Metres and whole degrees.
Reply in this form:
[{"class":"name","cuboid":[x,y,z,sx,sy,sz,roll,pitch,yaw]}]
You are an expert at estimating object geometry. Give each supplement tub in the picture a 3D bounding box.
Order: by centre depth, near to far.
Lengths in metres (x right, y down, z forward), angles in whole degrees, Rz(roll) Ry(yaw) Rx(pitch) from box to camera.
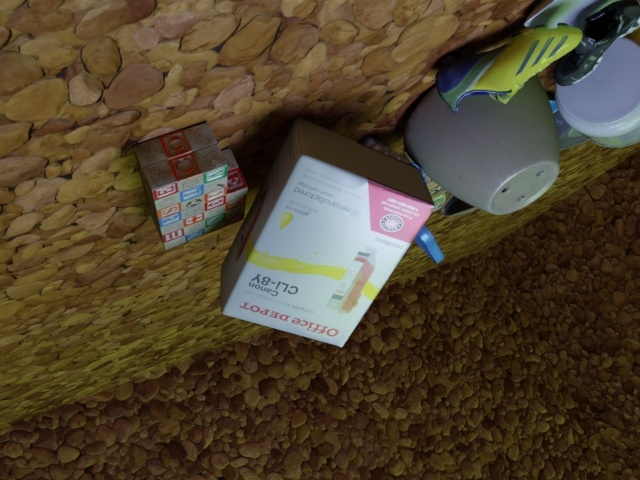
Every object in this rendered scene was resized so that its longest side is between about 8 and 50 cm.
[{"class":"supplement tub","cuboid":[0.705,-0.357,1.597,0.235,0.235,0.325,-33,165,27]}]

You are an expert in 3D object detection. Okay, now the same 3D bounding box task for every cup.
[{"class":"cup","cuboid":[0.380,-0.198,1.435,0.331,0.236,0.331,-19,149,-12]}]

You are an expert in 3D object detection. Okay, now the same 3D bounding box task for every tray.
[{"class":"tray","cuboid":[0.502,-0.457,1.293,0.145,0.030,0.270,-37,163,35]}]

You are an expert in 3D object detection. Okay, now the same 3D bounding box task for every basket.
[{"class":"basket","cuboid":[0.168,-0.075,1.505,0.201,0.289,0.255,-45,157,0]}]

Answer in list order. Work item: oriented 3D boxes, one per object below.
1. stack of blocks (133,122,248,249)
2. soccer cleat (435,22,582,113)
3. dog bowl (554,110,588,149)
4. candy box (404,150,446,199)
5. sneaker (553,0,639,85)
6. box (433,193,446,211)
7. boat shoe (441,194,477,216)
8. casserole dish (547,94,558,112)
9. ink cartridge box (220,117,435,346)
[{"class":"stack of blocks","cuboid":[-0.227,-0.096,1.197,0.171,0.087,0.297,-22,166,-15]},{"class":"soccer cleat","cuboid":[0.367,-0.328,1.272,0.289,0.121,0.093,-18,174,3]},{"class":"dog bowl","cuboid":[0.820,-0.401,1.924,0.349,0.102,0.348,-25,167,-6]},{"class":"candy box","cuboid":[0.337,-0.210,1.790,0.183,0.087,0.316,-29,166,6]},{"class":"sneaker","cuboid":[0.549,-0.407,1.352,0.106,0.078,0.234,-12,157,-35]},{"class":"box","cuboid":[0.288,-0.116,2.049,0.207,0.036,0.114,-24,133,-5]},{"class":"boat shoe","cuboid":[0.433,-0.130,1.858,0.089,0.104,0.285,-28,168,-19]},{"class":"casserole dish","cuboid":[0.586,-0.359,1.797,0.188,0.036,0.114,-11,160,-49]},{"class":"ink cartridge box","cuboid":[0.000,0.000,1.295,0.279,0.160,0.384,19,121,-19]}]
